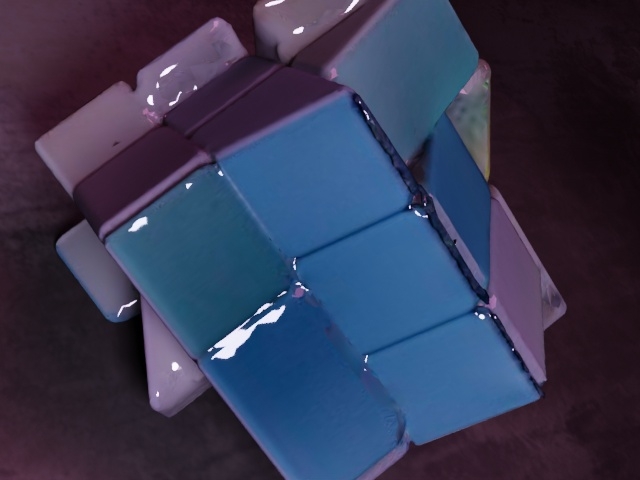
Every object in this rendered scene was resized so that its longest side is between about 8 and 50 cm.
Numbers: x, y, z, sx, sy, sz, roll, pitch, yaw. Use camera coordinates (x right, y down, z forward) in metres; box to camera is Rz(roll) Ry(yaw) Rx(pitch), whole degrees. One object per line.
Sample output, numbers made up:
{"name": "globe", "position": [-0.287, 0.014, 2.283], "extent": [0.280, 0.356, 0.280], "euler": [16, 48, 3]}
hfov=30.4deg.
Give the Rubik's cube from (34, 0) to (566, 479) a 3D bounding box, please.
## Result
{"name": "Rubik's cube", "position": [0.000, 0.000, 0.927], "extent": [0.387, 0.358, 0.368], "euler": [58, -8, -23]}
